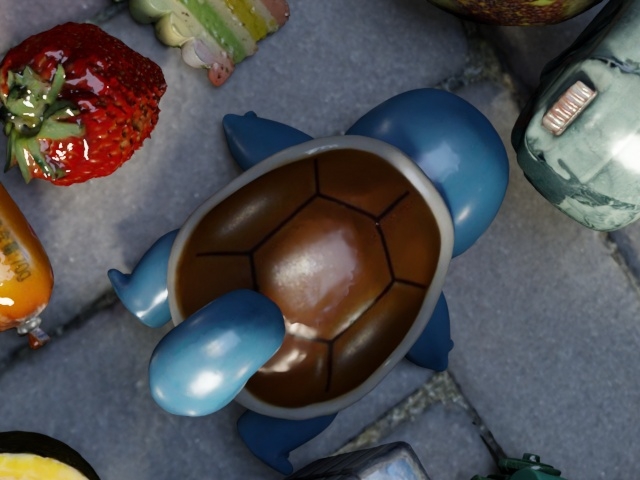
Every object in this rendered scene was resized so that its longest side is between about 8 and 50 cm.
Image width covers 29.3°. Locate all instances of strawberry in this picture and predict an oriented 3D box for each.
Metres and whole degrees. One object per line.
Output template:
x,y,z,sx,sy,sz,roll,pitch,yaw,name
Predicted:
-0.201,-0.117,1.018,0.131,0.131,0.148,43,27,-4,strawberry

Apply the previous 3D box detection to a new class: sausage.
-0.308,-0.045,0.977,0.093,0.093,0.312,-36,91,-20,sausage

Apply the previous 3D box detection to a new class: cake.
-0.132,-0.248,1.075,0.225,0.090,0.109,40,67,-7,cake

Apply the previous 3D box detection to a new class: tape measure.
0.286,-0.144,1.082,0.147,0.256,0.275,39,107,0,tape measure

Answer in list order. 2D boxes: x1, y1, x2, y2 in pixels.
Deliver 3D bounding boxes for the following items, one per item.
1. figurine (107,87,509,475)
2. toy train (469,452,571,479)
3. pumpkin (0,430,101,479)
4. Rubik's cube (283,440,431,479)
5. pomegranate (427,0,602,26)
-0.021,0.024,1.006,0.298,0.243,0.416,45,49,6,figurine
0.253,0.248,1.052,0.248,0.159,0.101,16,79,-14,toy train
-0.259,0.188,0.926,0.248,0.131,0.126,35,79,-12,pumpkin
-0.006,0.310,0.917,0.237,0.238,0.237,-31,87,-20,Rubik's cube
0.212,-0.324,1.128,0.340,0.285,0.285,8,74,-46,pomegranate
